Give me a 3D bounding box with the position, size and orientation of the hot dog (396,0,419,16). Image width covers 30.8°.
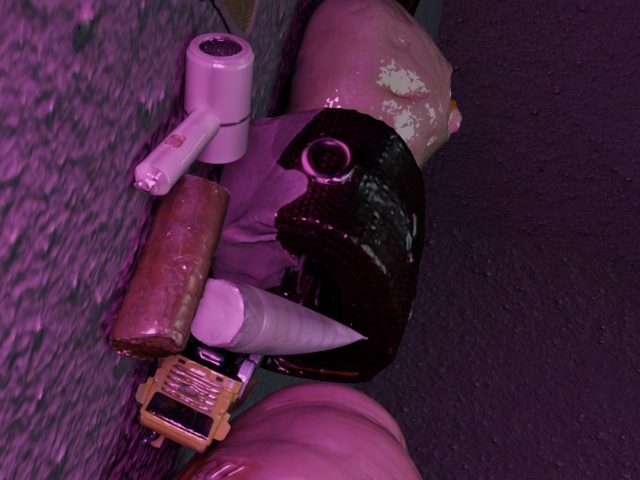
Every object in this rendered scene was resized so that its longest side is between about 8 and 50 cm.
[{"bbox_3d":[0.094,-0.395,1.312,0.194,0.107,0.325,-93,-161,-72],"label":"hot dog"}]

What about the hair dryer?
[{"bbox_3d":[-0.087,-0.074,0.772,0.137,0.047,0.082,-57,159,-50],"label":"hair dryer"}]

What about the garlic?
[{"bbox_3d":[-0.045,0.261,0.949,0.322,0.322,0.241,-2,67,-83],"label":"garlic"}]

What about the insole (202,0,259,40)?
[{"bbox_3d":[-0.070,-0.205,0.794,0.322,0.007,0.109,40,64,-81],"label":"insole"}]

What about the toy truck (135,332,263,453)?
[{"bbox_3d":[-0.096,0.118,0.926,0.169,0.077,0.100,-59,173,-85],"label":"toy truck"}]

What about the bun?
[{"bbox_3d":[0.056,-0.124,1.238,0.283,0.179,0.283,16,90,-84],"label":"bun"}]

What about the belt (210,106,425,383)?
[{"bbox_3d":[0.000,0.000,1.004,0.289,0.184,0.164,94,12,-59],"label":"belt"}]

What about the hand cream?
[{"bbox_3d":[-0.035,0.066,0.890,0.205,0.078,0.049,24,62,-65],"label":"hand cream"}]

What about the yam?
[{"bbox_3d":[-0.099,0.017,0.788,0.054,0.054,0.132,88,15,-65],"label":"yam"}]
